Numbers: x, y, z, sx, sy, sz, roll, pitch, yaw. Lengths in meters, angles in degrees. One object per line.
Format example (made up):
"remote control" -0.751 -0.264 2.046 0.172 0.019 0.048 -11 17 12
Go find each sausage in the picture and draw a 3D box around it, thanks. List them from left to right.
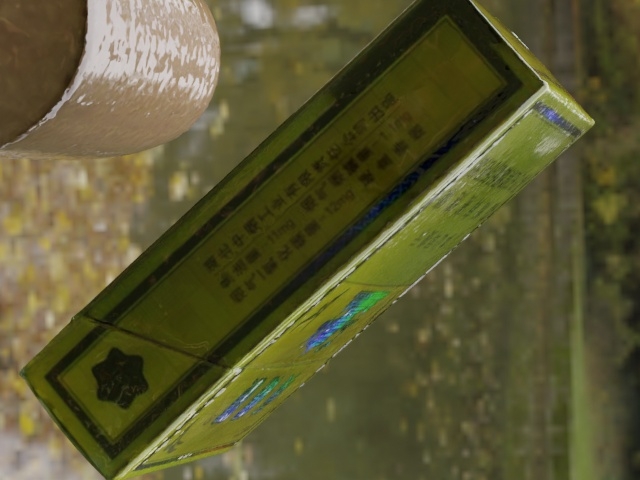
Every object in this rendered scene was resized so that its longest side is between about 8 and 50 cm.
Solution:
"sausage" -0.128 -0.100 0.872 0.253 0.123 0.123 -13 100 -78

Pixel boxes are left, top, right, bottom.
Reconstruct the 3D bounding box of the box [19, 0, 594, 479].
"box" 0.000 0.000 0.709 0.064 0.220 0.141 48 11 11
